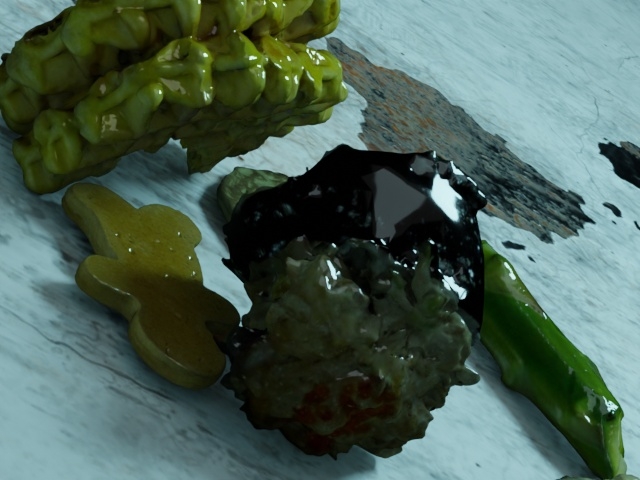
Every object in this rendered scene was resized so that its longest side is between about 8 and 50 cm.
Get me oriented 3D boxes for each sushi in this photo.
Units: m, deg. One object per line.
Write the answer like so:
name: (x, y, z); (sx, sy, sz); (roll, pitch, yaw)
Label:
sushi: (0.030, 0.063, 1.528); (0.238, 0.225, 0.219); (21, 42, -13)

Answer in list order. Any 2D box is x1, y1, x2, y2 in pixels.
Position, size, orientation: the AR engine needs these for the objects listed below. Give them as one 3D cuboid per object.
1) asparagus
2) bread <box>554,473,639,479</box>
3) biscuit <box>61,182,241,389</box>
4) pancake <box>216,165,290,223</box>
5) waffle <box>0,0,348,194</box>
asparagus: (0.213, 0.113, 1.848); (0.343, 0.085, 0.082); (50, 4, 32)
bread: (0.200, 0.283, 1.364); (0.236, 0.183, 0.388); (21, 8, 41)
biscuit: (-0.141, 0.042, 1.568); (0.158, 0.035, 0.240); (19, 30, -31)
pancake: (0.000, 0.000, 1.827); (0.235, 0.029, 0.212); (30, 25, -15)
waffle: (-0.127, -0.147, 1.679); (0.324, 0.261, 0.151); (-14, 78, -54)
